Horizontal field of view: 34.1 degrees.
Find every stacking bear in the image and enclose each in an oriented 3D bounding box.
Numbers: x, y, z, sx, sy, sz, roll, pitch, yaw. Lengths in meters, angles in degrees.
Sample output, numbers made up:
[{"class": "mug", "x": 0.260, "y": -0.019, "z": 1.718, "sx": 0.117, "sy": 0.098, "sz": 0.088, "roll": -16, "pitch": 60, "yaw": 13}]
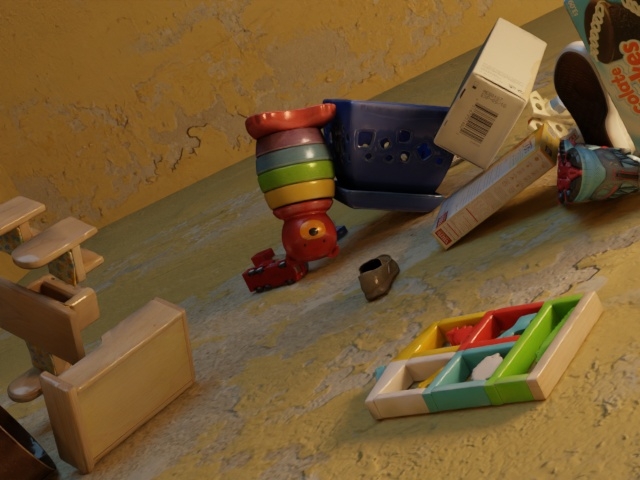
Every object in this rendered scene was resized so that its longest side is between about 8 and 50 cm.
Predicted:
[{"class": "stacking bear", "x": -0.040, "y": -0.100, "z": 2.024, "sx": 0.176, "sy": 0.288, "sz": 0.164, "roll": -10, "pitch": -3, "yaw": -14}]

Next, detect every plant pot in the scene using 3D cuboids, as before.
[{"class": "plant pot", "x": 0.131, "y": -0.171, "z": 2.084, "sx": 0.236, "sy": 0.212, "sz": 0.236, "roll": 3, "pitch": 8, "yaw": -13}, {"class": "plant pot", "x": -0.577, "y": 0.370, "z": 1.643, "sx": 0.230, "sy": 0.215, "sz": 0.215, "roll": -45, "pitch": 17, "yaw": -12}]

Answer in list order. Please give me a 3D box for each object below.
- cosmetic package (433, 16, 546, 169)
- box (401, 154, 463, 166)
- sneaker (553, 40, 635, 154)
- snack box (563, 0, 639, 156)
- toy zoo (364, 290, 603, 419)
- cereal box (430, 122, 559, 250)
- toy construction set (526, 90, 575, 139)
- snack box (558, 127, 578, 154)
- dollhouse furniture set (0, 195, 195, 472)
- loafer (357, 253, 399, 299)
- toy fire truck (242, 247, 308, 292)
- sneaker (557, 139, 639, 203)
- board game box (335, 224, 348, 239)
[{"class": "cosmetic package", "x": 0.315, "y": -0.274, "z": 1.911, "sx": 0.160, "sy": 0.113, "sz": 0.309, "roll": -62, "pitch": -3, "yaw": 35}, {"class": "box", "x": 0.206, "y": -0.168, "z": 2.368, "sx": 0.231, "sy": 0.056, "sz": 0.183, "roll": -28, "pitch": 14, "yaw": -3}, {"class": "sneaker", "x": 0.451, "y": -0.239, "z": 1.637, "sx": 0.106, "sy": 0.290, "sz": 0.123, "roll": 33, "pitch": 80, "yaw": 36}, {"class": "snack box", "x": 0.495, "y": -0.236, "z": 1.454, "sx": 0.187, "sy": 0.322, "sz": 0.060, "roll": -18, "pitch": 22, "yaw": 40}, {"class": "toy zoo", "x": 0.181, "y": 0.145, "z": 1.283, "sx": 0.293, "sy": 0.030, "sz": 0.192, "roll": -15, "pitch": 18, "yaw": 42}, {"class": "cereal box", "x": 0.301, "y": -0.095, "z": 1.796, "sx": 0.240, "sy": 0.047, "sz": 0.173, "roll": -40, "pitch": 7, "yaw": 25}, {"class": "toy construction set", "x": 0.524, "y": -0.288, "z": 1.874, "sx": 0.328, "sy": 0.151, "sz": 0.215, "roll": -27, "pitch": 36, "yaw": 39}, {"class": "snack box", "x": 0.423, "y": -0.163, "z": 1.986, "sx": 0.064, "sy": 0.022, "sz": 0.178, "roll": -12, "pitch": 21, "yaw": 48}, {"class": "dollhouse furniture set", "x": -0.447, "y": 0.180, "z": 1.757, "sx": 0.394, "sy": 0.362, "sz": 0.256, "roll": 20, "pitch": 39, "yaw": 31}, {"class": "loafer", "x": 0.097, "y": 0.051, "z": 1.768, "sx": 0.056, "sy": 0.050, "sz": 0.148, "roll": -24, "pitch": 14, "yaw": 15}, {"class": "toy fire truck", "x": -0.087, "y": 0.053, "z": 2.140, "sx": 0.192, "sy": 0.047, "sz": 0.135, "roll": -16, "pitch": 16, "yaw": 40}, {"class": "sneaker", "x": 0.435, "y": -0.099, "z": 1.621, "sx": 0.125, "sy": 0.104, "sz": 0.262, "roll": 3, "pitch": 10, "yaw": 6}, {"class": "board game box", "x": 0.000, "y": 0.000, "z": 2.223, "sx": 0.090, "sy": 0.020, "sz": 0.090, "roll": -35, "pitch": 14, "yaw": -28}]
